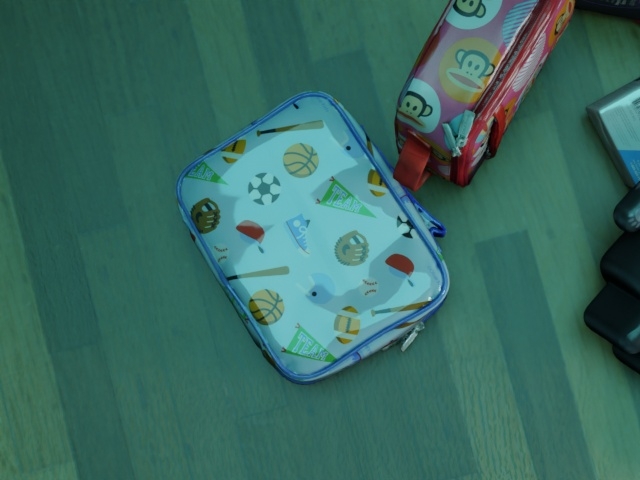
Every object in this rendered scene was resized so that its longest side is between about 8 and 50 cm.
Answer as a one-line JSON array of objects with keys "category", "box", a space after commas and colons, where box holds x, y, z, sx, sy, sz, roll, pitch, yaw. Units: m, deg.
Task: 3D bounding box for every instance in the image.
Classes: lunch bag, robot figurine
[{"category": "lunch bag", "box": [0.157, -0.167, 1.735, 0.120, 0.293, 0.258, 31, 87, 7]}, {"category": "lunch bag", "box": [0.000, 0.000, 1.817, 0.243, 0.115, 0.303, -32, 82, -3]}, {"category": "robot figurine", "box": [0.413, 0.020, 1.764, 0.173, 0.209, 0.278, 42, 88, 23]}]

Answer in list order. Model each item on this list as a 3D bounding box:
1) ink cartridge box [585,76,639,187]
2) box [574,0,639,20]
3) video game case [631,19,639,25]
[{"category": "ink cartridge box", "box": [0.402, -0.145, 1.824, 0.181, 0.061, 0.104, -29, 99, 0]}, {"category": "box", "box": [0.421, -0.313, 1.775, 0.270, 0.165, 0.143, 11, 84, 4]}, {"category": "video game case", "box": [0.467, -0.299, 1.868, 0.285, 0.025, 0.204, 34, 86, 7]}]
